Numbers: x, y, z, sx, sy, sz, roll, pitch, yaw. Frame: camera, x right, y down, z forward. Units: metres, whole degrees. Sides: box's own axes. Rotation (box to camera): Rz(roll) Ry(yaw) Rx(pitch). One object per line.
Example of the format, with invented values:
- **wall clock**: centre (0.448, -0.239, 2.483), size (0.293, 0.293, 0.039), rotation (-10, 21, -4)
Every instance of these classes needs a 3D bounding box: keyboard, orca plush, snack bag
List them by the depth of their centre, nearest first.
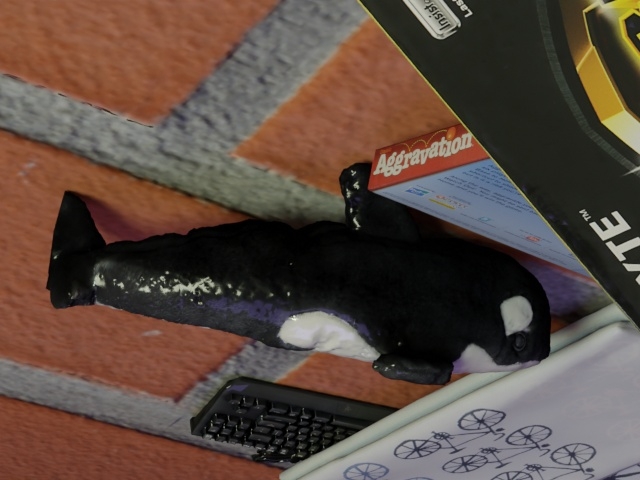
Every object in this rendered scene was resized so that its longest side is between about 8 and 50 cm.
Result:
- **orca plush**: centre (0.000, 0.000, 0.835), size (0.287, 0.102, 0.151), rotation (13, -168, -1)
- **keyboard**: centre (-0.002, 0.143, 1.093), size (0.180, 0.023, 0.108), rotation (15, 146, -20)
- **snack bag**: centre (0.192, 0.173, 1.102), size (0.323, 0.037, 0.342), rotation (-32, 137, 32)

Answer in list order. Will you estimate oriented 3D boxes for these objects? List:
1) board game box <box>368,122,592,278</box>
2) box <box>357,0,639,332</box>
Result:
- **board game box**: centre (0.179, -0.003, 0.786), size (0.281, 0.027, 0.145), rotation (20, 163, -28)
- **box**: centre (0.170, -0.094, 0.541), size (0.257, 0.079, 0.322), rotation (-29, 113, 35)
